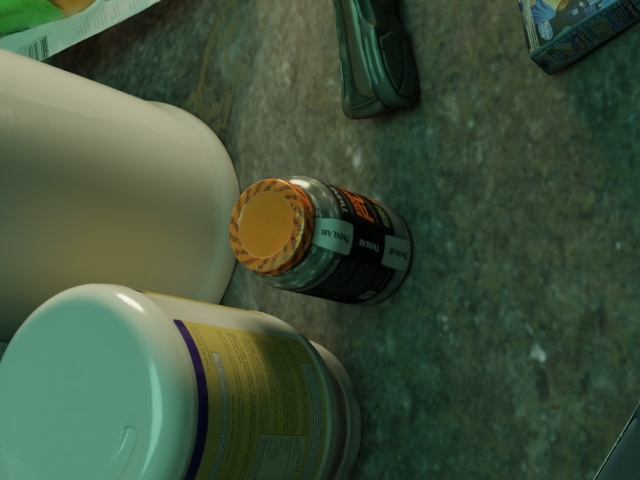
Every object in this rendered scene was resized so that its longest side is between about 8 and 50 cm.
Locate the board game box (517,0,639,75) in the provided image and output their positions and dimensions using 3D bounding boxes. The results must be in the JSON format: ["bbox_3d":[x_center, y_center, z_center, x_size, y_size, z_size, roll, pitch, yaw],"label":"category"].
[{"bbox_3d":[0.283,-0.287,1.163,0.194,0.060,0.194,-18,68,27],"label":"board game box"}]

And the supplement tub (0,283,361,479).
[{"bbox_3d":[-0.131,0.179,1.186,0.241,0.331,0.241,-8,76,33],"label":"supplement tub"}]

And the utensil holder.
[{"bbox_3d":[-0.332,-0.039,1.333,0.327,0.385,0.327,-7,77,34],"label":"utensil holder"}]

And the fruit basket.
[{"bbox_3d":[-0.289,-0.410,1.545,0.353,0.165,0.327,-22,69,12],"label":"fruit basket"}]

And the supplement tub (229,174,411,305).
[{"bbox_3d":[0.000,0.000,1.219,0.117,0.190,0.117,-7,77,32],"label":"supplement tub"}]

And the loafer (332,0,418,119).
[{"bbox_3d":[0.036,-0.262,1.309,0.084,0.096,0.267,-20,72,36],"label":"loafer"}]

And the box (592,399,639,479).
[{"bbox_3d":[0.291,0.222,0.998,0.093,0.158,0.156,34,101,34],"label":"box"}]
